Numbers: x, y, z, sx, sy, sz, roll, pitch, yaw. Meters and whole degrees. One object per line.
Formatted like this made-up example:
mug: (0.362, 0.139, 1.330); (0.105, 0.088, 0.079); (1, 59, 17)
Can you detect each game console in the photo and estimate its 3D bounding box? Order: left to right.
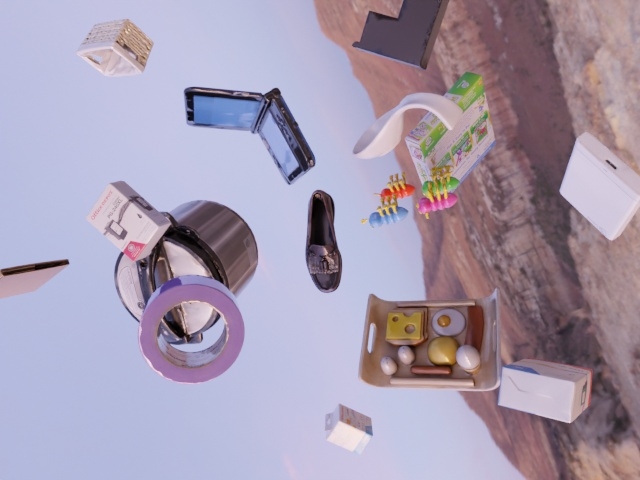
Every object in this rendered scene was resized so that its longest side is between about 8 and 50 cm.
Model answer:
game console: (-0.162, -0.218, 1.202); (0.250, 0.173, 0.293); (61, 169, -4)

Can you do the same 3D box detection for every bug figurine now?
bug figurine: (0.214, -0.099, 1.275); (0.279, 0.216, 0.072); (-56, -50, -64)

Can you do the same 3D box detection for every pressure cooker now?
pressure cooker: (-0.421, 0.091, 1.700); (0.370, 0.375, 0.420); (40, -153, -4)

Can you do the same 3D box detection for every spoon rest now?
spoon rest: (0.159, -0.240, 1.123); (0.084, 0.276, 0.137); (45, -118, -22)

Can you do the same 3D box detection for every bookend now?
bookend: (0.169, -0.460, 1.149); (0.072, 0.157, 0.156); (-27, -44, -67)

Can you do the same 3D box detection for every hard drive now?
hard drive: (0.828, -0.150, 1.619); (0.233, 0.047, 0.353); (54, -178, 25)

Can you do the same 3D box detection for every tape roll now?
tape roll: (-0.238, 0.163, 1.016); (0.189, 0.189, 0.080); (61, 174, -14)

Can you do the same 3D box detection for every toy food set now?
toy food set: (0.243, 0.210, 1.213); (0.092, 0.306, 0.220); (58, -145, -50)

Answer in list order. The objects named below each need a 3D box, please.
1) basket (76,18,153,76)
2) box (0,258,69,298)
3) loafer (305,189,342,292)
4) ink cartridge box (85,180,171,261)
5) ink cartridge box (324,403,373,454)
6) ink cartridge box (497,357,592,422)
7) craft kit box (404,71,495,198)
basket: (-0.549, -0.518, 1.469); (0.113, 0.167, 0.103); (39, -116, -52)
box: (-0.742, 0.101, 1.347); (0.164, 0.201, 0.021); (-14, -102, -55)
loafer: (0.000, 0.000, 1.583); (0.095, 0.109, 0.303); (44, -139, -77)
ink cartridge box: (-0.429, -0.045, 1.219); (0.150, 0.109, 0.063); (41, -164, 2)
ink cartridge box: (0.086, 0.611, 1.781); (0.143, 0.090, 0.092); (27, -161, -9)
ink cartridge box: (0.458, 0.289, 1.092); (0.231, 0.134, 0.078); (7, -91, -55)
craft kit box: (0.343, -0.257, 1.411); (0.061, 0.250, 0.247); (34, 165, 37)
